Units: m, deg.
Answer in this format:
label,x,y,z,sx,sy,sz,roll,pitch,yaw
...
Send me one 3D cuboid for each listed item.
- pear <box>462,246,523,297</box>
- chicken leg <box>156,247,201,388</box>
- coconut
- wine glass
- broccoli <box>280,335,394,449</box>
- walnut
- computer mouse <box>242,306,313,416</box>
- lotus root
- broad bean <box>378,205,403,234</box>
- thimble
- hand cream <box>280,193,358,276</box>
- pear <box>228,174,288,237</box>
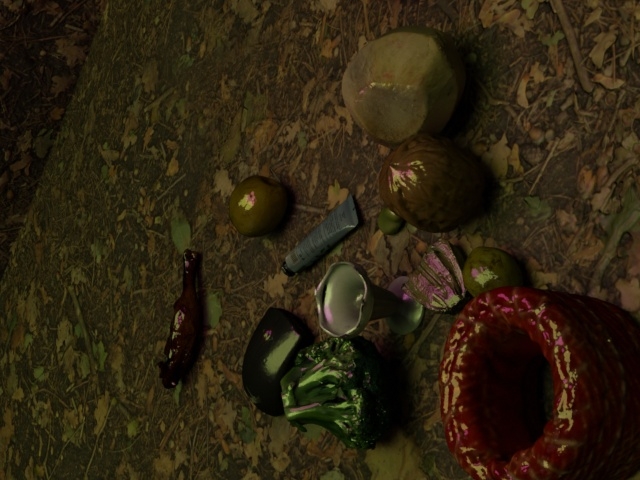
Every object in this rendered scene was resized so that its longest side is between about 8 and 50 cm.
label,x,y,z,sx,sy,sz,roll,pitch,yaw
pear,0.326,0.069,1.748,0.107,0.107,0.131,-60,36,26
chicken leg,-0.388,0.226,2.629,0.158,0.095,0.407,-175,94,-70
coconut,0.179,-0.321,1.913,0.259,0.259,0.259,-11,75,50
wine glass,0.106,0.132,1.938,0.165,0.196,0.165,-13,73,47
broccoli,0.038,0.328,1.963,0.294,0.245,0.265,-121,23,-71
walnut,0.218,-0.116,1.827,0.213,0.213,0.213,-11,75,50
computer mouse,-0.127,0.302,2.278,0.170,0.100,0.269,34,111,46
lotus root,0.253,0.092,1.864,0.143,0.070,0.144,-48,48,16
broad bean,0.156,-0.049,2.030,0.083,0.045,0.063,-51,60,44
thimble,0.383,0.252,1.551,0.350,0.230,0.350,-13,73,52
hand cream,0.000,0.000,2.209,0.271,0.058,0.091,-43,41,34
pear,-0.162,-0.088,2.345,0.162,0.148,0.149,-55,45,20
